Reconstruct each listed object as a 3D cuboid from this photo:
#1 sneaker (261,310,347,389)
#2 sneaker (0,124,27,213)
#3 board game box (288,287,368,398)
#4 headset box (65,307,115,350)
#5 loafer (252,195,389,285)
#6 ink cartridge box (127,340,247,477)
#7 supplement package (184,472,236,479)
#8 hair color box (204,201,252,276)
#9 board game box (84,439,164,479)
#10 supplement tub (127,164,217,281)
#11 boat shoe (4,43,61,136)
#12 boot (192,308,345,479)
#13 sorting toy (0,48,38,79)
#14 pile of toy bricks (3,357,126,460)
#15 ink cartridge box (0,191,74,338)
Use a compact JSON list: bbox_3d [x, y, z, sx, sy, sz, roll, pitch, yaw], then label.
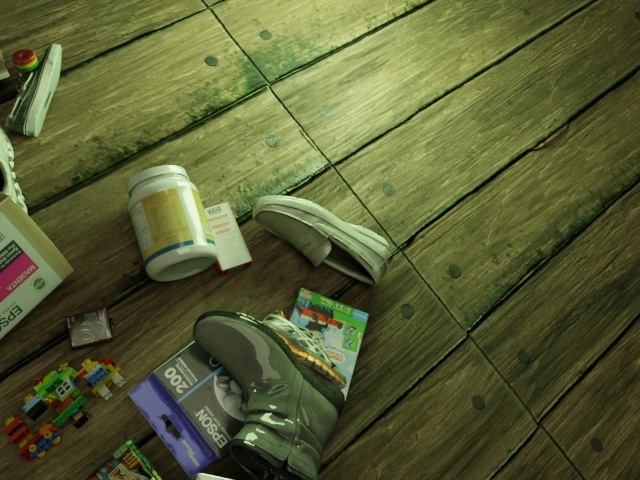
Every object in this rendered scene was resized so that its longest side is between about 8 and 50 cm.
[{"bbox_3d":[-0.031,0.216,1.244,0.214,0.084,0.083,39,42,-6],"label":"sneaker"},{"bbox_3d":[-0.648,-0.160,1.221,0.110,0.118,0.292,-22,76,-22],"label":"sneaker"},{"bbox_3d":[-0.002,0.224,1.313,0.160,0.039,0.212,22,65,-8],"label":"board game box"},{"bbox_3d":[-0.434,0.167,1.203,0.083,0.032,0.062,-12,73,-20],"label":"headset box"},{"bbox_3d":[0.000,0.000,1.363,0.319,0.112,0.112,21,56,-9],"label":"loafer"},{"bbox_3d":[-0.222,0.303,1.210,0.208,0.045,0.206,-37,84,-25],"label":"ink cartridge box"},{"bbox_3d":[-0.167,0.471,1.047,0.138,0.244,0.134,16,64,-10],"label":"supplement package"},{"bbox_3d":[-0.204,-0.003,1.338,0.071,0.043,0.141,-18,77,-23],"label":"hair color box"},{"bbox_3d":[-0.374,0.470,1.049,0.259,0.030,0.136,-42,87,-3],"label":"board game box"},{"bbox_3d":[-0.298,-0.033,1.263,0.144,0.144,0.200,-14,74,-22],"label":"supplement tub"},{"bbox_3d":[-0.597,-0.323,1.323,0.070,0.078,0.220,14,67,-13],"label":"boat shoe"},{"bbox_3d":[-0.113,0.282,1.122,0.338,0.118,0.223,34,38,-3],"label":"boot"},{"bbox_3d":[-0.724,-0.360,1.280,0.274,0.046,0.132,-24,56,-15],"label":"sorting toy"},{"bbox_3d":[-0.468,0.271,1.123,0.105,0.118,0.212,34,68,34],"label":"pile of toy bricks"},{"bbox_3d":[-0.588,0.059,1.109,0.235,0.088,0.193,-51,131,-27],"label":"ink cartridge box"}]
